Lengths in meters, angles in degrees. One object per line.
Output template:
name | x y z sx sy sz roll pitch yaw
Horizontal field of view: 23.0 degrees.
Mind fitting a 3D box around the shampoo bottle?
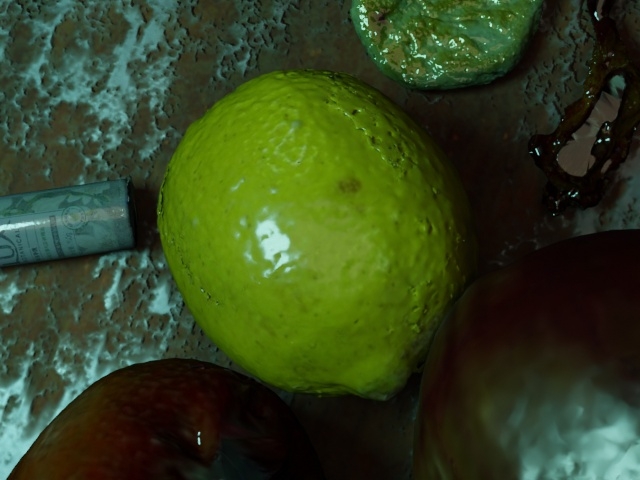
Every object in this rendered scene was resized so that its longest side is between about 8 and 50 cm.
shampoo bottle | -0.272 -0.009 1.417 0.214 0.072 0.072 -8 83 0

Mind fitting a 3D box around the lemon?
lemon | 0.000 0.000 1.312 0.258 0.258 0.310 -29 58 -3

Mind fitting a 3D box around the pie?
pie | 0.116 -0.226 1.451 0.187 0.041 0.186 0 84 0

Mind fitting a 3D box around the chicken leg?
chicken leg | 0.250 -0.122 1.434 0.089 0.048 0.219 23 84 0

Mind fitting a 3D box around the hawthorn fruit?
hawthorn fruit | -0.126 0.256 1.274 0.295 0.295 0.311 31 119 4

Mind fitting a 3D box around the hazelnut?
hazelnut | 0.248 0.204 1.197 0.353 0.421 0.420 2 83 -11
